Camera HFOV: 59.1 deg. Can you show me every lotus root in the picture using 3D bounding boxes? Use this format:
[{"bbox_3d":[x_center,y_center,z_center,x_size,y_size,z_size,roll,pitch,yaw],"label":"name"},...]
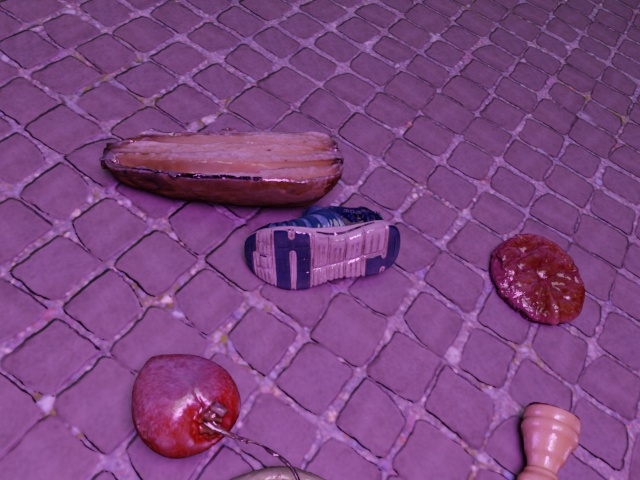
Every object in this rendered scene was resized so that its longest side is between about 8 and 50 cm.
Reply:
[{"bbox_3d":[-0.134,-0.092,0.777,0.329,0.078,0.167,2,31,-1],"label":"lotus root"}]

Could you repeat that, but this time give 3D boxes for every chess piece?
[{"bbox_3d":[0.254,0.256,0.648,0.066,0.066,0.122,28,58,5],"label":"chess piece"}]

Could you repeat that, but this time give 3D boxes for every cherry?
[{"bbox_3d":[-0.110,0.190,0.551,0.107,0.090,0.225,-12,39,-42],"label":"cherry"}]

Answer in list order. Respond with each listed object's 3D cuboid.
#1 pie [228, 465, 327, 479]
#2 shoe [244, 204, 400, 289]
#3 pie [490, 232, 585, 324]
[{"bbox_3d":[-0.039,0.331,0.513,0.240,0.054,0.241,6,55,-9],"label":"pie"},{"bbox_3d":[0.000,0.000,0.756,0.207,0.092,0.106,-8,31,-15],"label":"shoe"},{"bbox_3d":[0.321,0.055,0.828,0.154,0.036,0.155,8,54,-11],"label":"pie"}]
